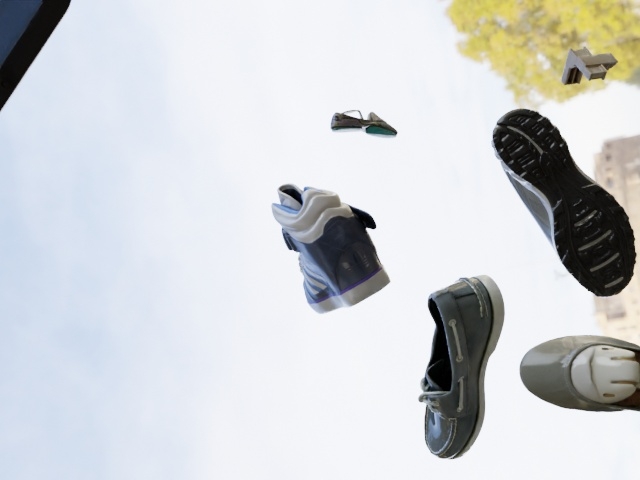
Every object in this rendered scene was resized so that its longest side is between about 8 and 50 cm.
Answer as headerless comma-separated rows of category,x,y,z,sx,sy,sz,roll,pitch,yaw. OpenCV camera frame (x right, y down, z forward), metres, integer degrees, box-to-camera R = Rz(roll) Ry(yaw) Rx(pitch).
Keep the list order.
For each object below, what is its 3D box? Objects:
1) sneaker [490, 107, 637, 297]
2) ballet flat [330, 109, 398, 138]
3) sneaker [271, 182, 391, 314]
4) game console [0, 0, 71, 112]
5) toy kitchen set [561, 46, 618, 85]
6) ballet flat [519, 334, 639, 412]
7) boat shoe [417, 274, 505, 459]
sneaker,0.321,-0.049,1.213,0.271,0.100,0.108,60,-175,10
ballet flat,0.071,-0.189,1.475,0.114,0.041,0.041,4,-110,-18
sneaker,0.000,0.000,1.630,0.236,0.130,0.323,58,167,-3
game console,-0.433,-0.261,0.919,0.342,0.060,0.386,53,-133,-42
toy kitchen set,0.502,-0.307,1.709,0.075,0.068,0.083,94,161,-45
ballet flat,0.289,0.122,0.829,0.068,0.213,0.072,104,175,-73
boat shoe,0.177,0.191,1.323,0.116,0.099,0.319,-128,37,-48
